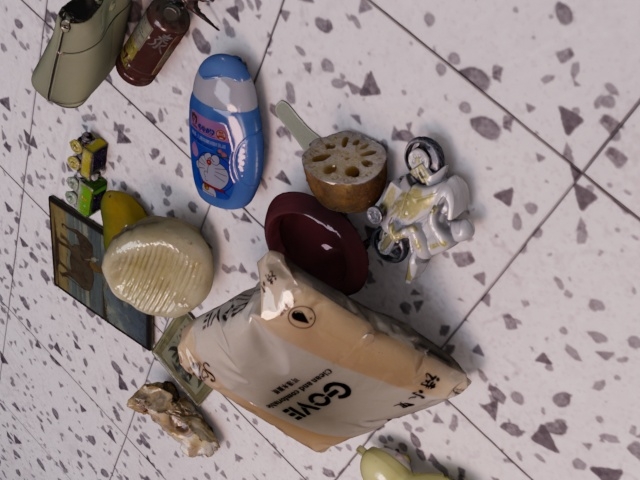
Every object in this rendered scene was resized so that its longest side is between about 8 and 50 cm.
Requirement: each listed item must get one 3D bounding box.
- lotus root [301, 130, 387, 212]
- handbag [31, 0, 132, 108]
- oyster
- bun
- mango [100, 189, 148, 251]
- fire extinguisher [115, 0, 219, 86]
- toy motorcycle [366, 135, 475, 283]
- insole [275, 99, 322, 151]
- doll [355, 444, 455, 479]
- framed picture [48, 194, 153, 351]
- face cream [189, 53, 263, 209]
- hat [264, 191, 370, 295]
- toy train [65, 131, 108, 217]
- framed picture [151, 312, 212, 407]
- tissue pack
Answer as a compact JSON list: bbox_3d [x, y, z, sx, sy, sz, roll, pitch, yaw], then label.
[{"bbox_3d":[0.035,-0.098,1.277,0.122,0.112,0.081,30,139,25],"label":"lotus root"},{"bbox_3d":[-0.378,-0.378,1.406,0.109,0.241,0.315,27,143,-6],"label":"handbag"},{"bbox_3d":[-0.323,0.403,1.961,0.233,0.107,0.161,35,140,-3],"label":"oyster"},{"bbox_3d":[-0.307,0.037,1.661,0.231,0.133,0.231,3,131,3],"label":"bun"},{"bbox_3d":[-0.393,-0.008,1.757,0.122,0.085,0.191,10,119,43],"label":"mango"},{"bbox_3d":[-0.248,-0.348,1.431,0.252,0.106,0.075,-38,46,48],"label":"fire extinguisher"},{"bbox_3d":[0.152,-0.033,1.240,0.151,0.074,0.228,36,129,22],"label":"toy motorcycle"},{"bbox_3d":[-0.020,-0.163,1.370,0.152,0.002,0.053,50,139,6],"label":"insole"},{"bbox_3d":[0.177,0.440,1.501,0.296,0.117,0.141,38,167,35],"label":"doll"},{"bbox_3d":[-0.501,0.074,1.959,0.347,0.016,0.265,29,129,26],"label":"framed picture"},{"bbox_3d":[-0.156,-0.182,1.425,0.149,0.083,0.264,24,130,27],"label":"face cream"},{"bbox_3d":[0.000,0.000,1.392,0.205,0.089,0.205,23,134,26],"label":"hat"},{"bbox_3d":[-0.481,-0.136,1.783,0.081,0.060,0.202,34,135,13],"label":"toy train"},{"bbox_3d":[-0.284,0.256,1.882,0.173,0.010,0.231,47,138,9],"label":"framed picture"},{"bbox_3d":[-0.008,0.181,1.387,0.390,0.195,0.375,32,142,-19],"label":"tissue pack"}]
